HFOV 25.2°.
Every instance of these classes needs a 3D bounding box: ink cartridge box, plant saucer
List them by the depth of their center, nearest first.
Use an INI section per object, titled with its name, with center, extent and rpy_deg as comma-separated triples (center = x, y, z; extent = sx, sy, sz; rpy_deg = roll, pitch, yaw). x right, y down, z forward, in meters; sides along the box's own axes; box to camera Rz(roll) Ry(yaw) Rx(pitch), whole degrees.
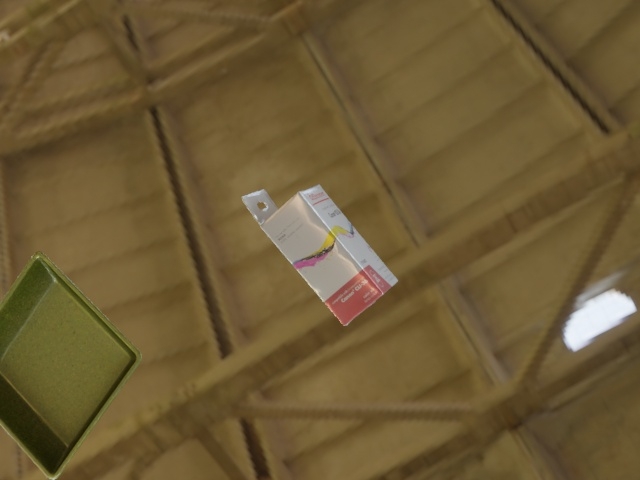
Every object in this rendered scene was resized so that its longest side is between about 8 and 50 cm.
[plant saucer]
center = -0.300, 0.141, 1.627
extent = 0.188, 0.045, 0.188
rpy_deg = 42, -75, 21
[ink cartridge box]
center = 0.000, 0.000, 1.733
extent = 0.067, 0.198, 0.115
rpy_deg = -41, 178, 13
